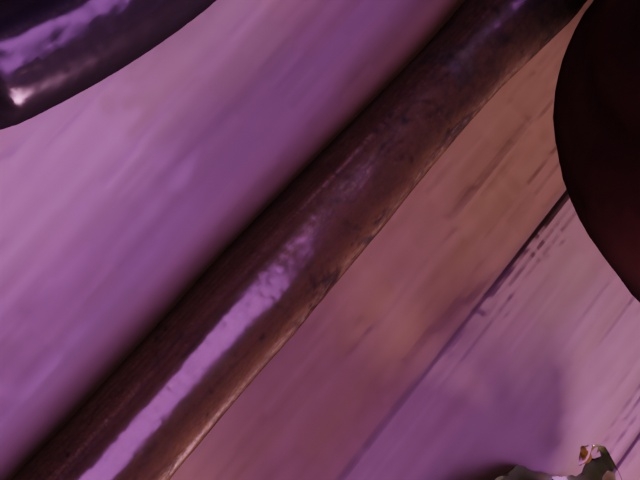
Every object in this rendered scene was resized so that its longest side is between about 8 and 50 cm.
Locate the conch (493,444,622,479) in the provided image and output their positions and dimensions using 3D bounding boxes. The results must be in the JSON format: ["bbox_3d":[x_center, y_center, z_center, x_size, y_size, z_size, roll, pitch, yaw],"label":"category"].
[{"bbox_3d":[0.082,0.213,0.572,0.143,0.137,0.250,3,92,-28],"label":"conch"}]

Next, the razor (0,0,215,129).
[{"bbox_3d":[-0.072,-0.094,0.498,0.148,0.090,0.054,-43,121,-19],"label":"razor"}]

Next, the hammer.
[{"bbox_3d":[0.000,0.000,0.568,0.440,0.044,0.168,-49,114,-17],"label":"hammer"}]

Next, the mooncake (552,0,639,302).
[{"bbox_3d":[0.250,-0.089,0.494,0.174,0.326,0.334,40,72,-27],"label":"mooncake"}]
